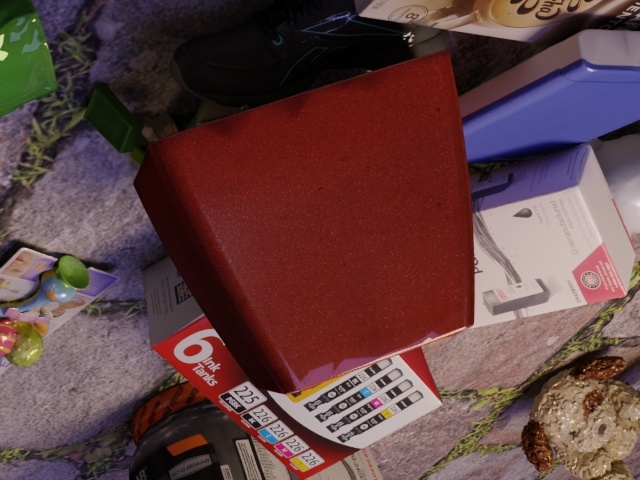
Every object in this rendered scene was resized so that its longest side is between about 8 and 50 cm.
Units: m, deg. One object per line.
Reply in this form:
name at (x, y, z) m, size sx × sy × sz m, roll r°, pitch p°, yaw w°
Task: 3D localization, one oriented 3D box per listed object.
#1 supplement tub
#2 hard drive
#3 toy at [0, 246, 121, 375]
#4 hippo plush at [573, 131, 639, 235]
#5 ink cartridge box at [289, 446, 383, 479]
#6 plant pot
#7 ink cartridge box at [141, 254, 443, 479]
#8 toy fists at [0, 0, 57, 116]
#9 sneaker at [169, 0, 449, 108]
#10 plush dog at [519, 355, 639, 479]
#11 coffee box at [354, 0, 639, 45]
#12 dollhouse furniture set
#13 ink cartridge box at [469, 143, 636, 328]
supplement tub at (-0.126, 0.364, 1.619) m, size 0.207 × 0.338 × 0.207 m, roll -16°, pitch 147°, yaw -11°
hard drive at (0.240, -0.136, 1.252) m, size 0.210 × 0.040 × 0.319 m, roll -3°, pitch 170°, yaw -28°
toy at (-0.338, 0.102, 1.363) m, size 0.237 × 0.056 × 0.137 m, roll -40°, pitch 143°, yaw 25°
hippo plush at (0.429, -0.054, 1.433) m, size 0.237 × 0.234 × 0.294 m, roll -23°, pitch 179°, yaw 24°
ink cartridge box at (0.012, 0.347, 1.899) m, size 0.150 × 0.109 × 0.063 m, roll 7°, pitch 135°, yaw -39°
plant pot at (0.000, 0.000, 1.143) m, size 0.267 × 0.235 × 0.267 m, roll -19°, pitch 179°, yaw -12°
ink cartridge box at (-0.001, 0.095, 1.420) m, size 0.272 × 0.130 × 0.309 m, roll -31°, pitch 130°, yaw 13°
toy fists at (-0.294, -0.188, 0.924) m, size 0.142 × 0.096 × 0.279 m, roll -24°, pitch 148°, yaw -17°
sneaker at (-0.008, -0.196, 1.109) m, size 0.267 × 0.101 × 0.106 m, roll -17°, pitch 135°, yaw -21°
plush dog at (0.439, 0.292, 2.063) m, size 0.225 × 0.211 × 0.262 m, roll 35°, pitch 89°, yaw -38°
coffee box at (0.185, -0.259, 1.055) m, size 0.297 × 0.118 × 0.168 m, roll 2°, pitch 157°, yaw -33°
dollhouse furniture set at (-0.145, -0.120, 1.184) m, size 0.152 × 0.058 × 0.076 m, roll -18°, pitch 146°, yaw -46°
ink cartridge box at (0.222, 0.001, 1.411) m, size 0.218 × 0.092 × 0.158 m, roll -14°, pitch 119°, yaw 31°
